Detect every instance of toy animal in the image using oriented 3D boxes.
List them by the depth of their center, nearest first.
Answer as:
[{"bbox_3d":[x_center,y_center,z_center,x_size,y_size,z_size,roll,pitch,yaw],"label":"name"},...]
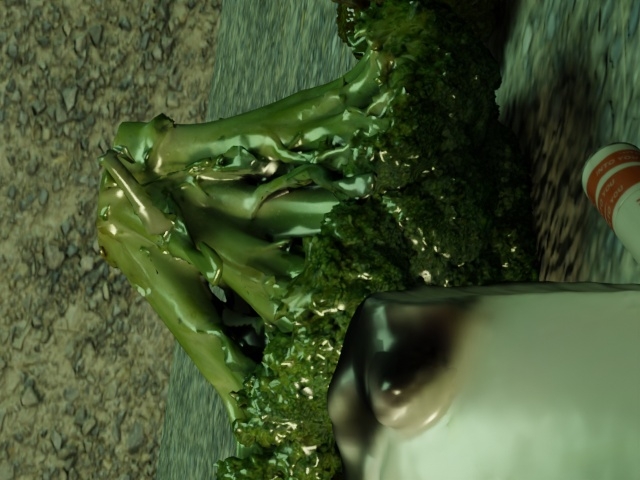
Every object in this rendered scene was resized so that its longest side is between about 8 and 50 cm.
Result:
[{"bbox_3d":[0.122,0.166,0.439,0.251,0.251,0.309,178,93,-76],"label":"toy animal"}]

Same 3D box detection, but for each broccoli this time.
[{"bbox_3d":[0.000,0.000,0.906,0.303,0.284,0.321,98,-171,-56],"label":"broccoli"}]

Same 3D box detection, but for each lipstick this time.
[{"bbox_3d":[0.168,-0.007,0.714,0.130,0.038,0.038,-110,30,-62],"label":"lipstick"}]

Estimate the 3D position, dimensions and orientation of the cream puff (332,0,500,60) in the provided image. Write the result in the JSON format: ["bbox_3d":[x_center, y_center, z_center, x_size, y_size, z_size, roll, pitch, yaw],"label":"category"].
[{"bbox_3d":[0.068,-0.193,1.023,0.183,0.183,0.169,-126,23,-71],"label":"cream puff"}]
